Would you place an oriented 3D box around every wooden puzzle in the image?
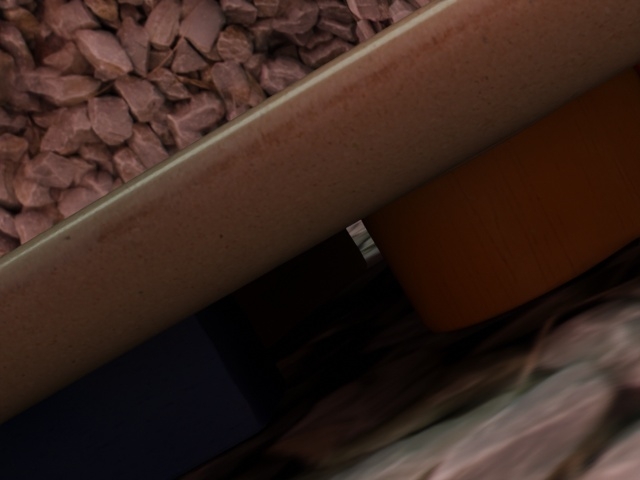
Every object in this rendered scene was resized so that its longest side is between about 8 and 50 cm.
[{"bbox_3d":[0.000,0.000,0.582,0.322,0.080,0.348,-29,1,13],"label":"wooden puzzle"}]
